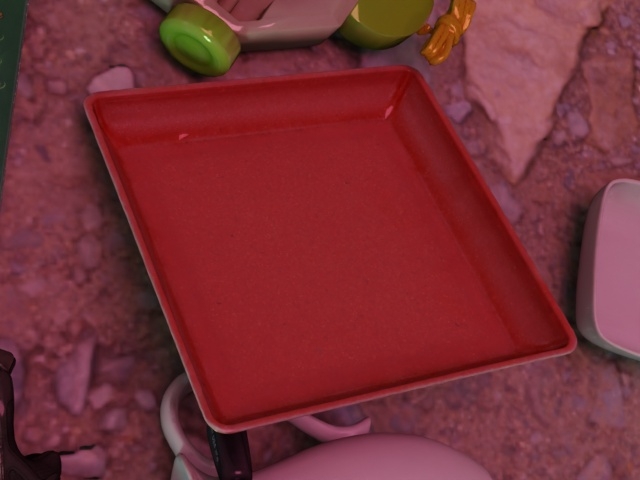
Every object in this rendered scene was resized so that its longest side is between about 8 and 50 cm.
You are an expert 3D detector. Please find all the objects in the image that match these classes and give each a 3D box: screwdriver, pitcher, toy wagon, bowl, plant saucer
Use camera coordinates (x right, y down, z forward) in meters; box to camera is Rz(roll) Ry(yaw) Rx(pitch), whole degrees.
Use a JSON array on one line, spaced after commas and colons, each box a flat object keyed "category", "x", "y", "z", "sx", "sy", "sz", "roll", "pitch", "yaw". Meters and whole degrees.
[{"category": "screwdriver", "x": -0.066, "y": 0.086, "z": 0.744, "sx": 0.024, "sy": 0.025, "sz": 0.170, "roll": -9, "pitch": 41, "yaw": -9}, {"category": "pitcher", "x": 0.001, "y": 0.161, "z": 0.750, "sx": 0.207, "sy": 0.125, "sz": 0.177, "roll": 1, "pitch": 61, "yaw": -14}, {"category": "toy wagon", "x": -0.043, "y": -0.239, "z": 0.850, "sx": 0.344, "sy": 0.068, "sz": 0.267, "roll": 37, "pitch": 65, "yaw": -13}, {"category": "bowl", "x": 0.259, "y": 0.033, "z": 0.932, "sx": 0.142, "sy": 0.053, "sz": 0.142, "roll": 17, "pitch": 71, "yaw": -20}, {"category": "plant saucer", "x": 0.000, "y": 0.000, "z": 0.777, "sx": 0.259, "sy": 0.047, "sz": 0.258, "roll": -9, "pitch": 56, "yaw": -28}]

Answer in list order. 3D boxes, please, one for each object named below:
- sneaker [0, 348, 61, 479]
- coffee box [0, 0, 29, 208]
[{"category": "sneaker", "x": -0.234, "y": 0.079, "z": 0.678, "sx": 0.106, "sy": 0.078, "sz": 0.234, "roll": -40, "pitch": 99, "yaw": -30}, {"category": "coffee box", "x": -0.246, "y": -0.101, "z": 0.734, "sx": 0.113, "sy": 0.040, "sz": 0.184, "roll": 9, "pitch": 74, "yaw": -24}]
